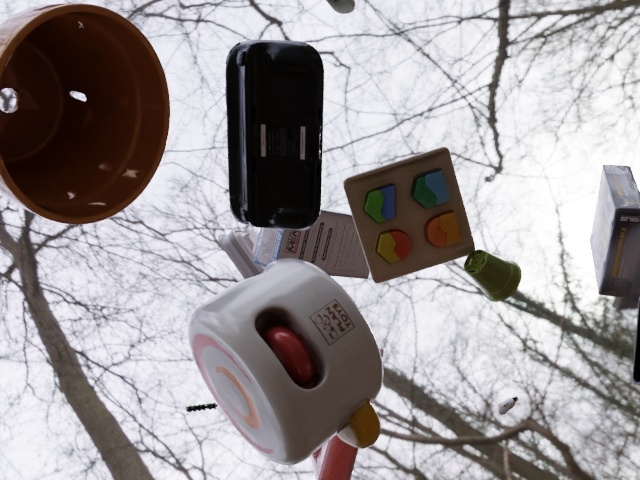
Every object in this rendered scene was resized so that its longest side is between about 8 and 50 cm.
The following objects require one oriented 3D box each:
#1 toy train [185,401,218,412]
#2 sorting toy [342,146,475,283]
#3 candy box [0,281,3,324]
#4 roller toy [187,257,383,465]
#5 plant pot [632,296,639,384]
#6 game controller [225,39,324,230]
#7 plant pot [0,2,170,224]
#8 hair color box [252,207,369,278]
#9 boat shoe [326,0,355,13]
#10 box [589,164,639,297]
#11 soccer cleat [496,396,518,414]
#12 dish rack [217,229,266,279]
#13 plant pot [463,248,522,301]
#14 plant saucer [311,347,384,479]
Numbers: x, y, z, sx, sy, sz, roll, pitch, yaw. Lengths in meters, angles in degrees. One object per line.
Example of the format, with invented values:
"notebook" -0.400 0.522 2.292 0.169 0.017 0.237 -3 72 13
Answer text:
"toy train" -0.283 0.395 1.442 0.083 0.024 0.017 5 -101 -40
"sorting toy" 0.158 -0.039 1.059 0.193 0.038 0.208 -18 -73 2
"candy box" -0.731 0.193 1.323 0.053 0.186 0.109 2 -44 -23
"roller toy" -0.033 0.124 0.652 0.146 0.209 0.191 -32 -54 -30
"plant pot" 0.736 0.200 1.157 0.167 0.187 0.188 17 -108 -6
"game controller" -0.077 -0.170 1.023 0.067 0.166 0.319 -69 -19 -70
"plant pot" -0.387 -0.184 0.857 0.291 0.203 0.291 -35 -47 -50
"hair color box" 0.000 0.000 1.621 0.347 0.105 0.174 8 -82 -44
"boat shoe" 0.026 -0.681 1.578 0.227 0.079 0.081 28 -121 -61
"box" 0.581 -0.026 1.199 0.231 0.056 0.183 -58 -30 -56
"soccer cleat" 0.498 0.437 1.615 0.083 0.035 0.029 -17 -108 -46
"dish rack" -0.130 0.098 1.708 0.072 0.333 0.285 -39 -11 11
"plant pot" 0.298 0.054 1.077 0.079 0.083 0.083 33 -99 -27
"plant saucer" 0.037 0.306 1.054 0.048 0.259 0.258 17 -100 0
